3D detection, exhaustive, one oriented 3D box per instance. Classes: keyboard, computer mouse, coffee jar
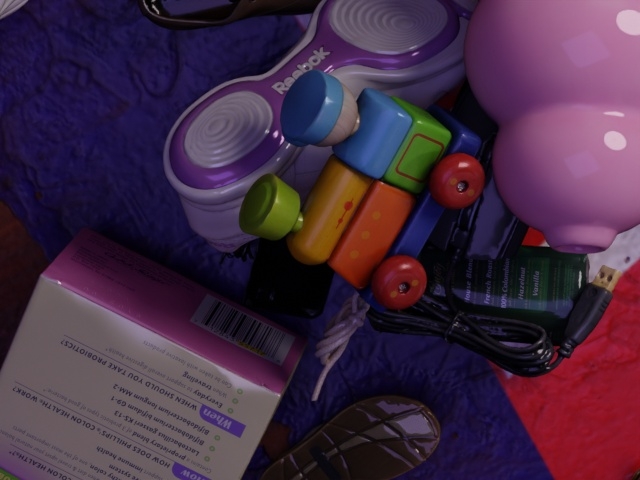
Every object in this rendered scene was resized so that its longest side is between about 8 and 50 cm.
[{"bbox_3d":[-0.024,-0.033,1.519,0.100,0.038,0.192,11,104,-19],"label":"keyboard"},{"bbox_3d":[0.157,-0.027,1.410,0.184,0.060,0.262,25,77,13],"label":"computer mouse"},{"bbox_3d":[0.123,0.041,1.475,0.184,0.096,0.079,4,80,6],"label":"coffee jar"}]

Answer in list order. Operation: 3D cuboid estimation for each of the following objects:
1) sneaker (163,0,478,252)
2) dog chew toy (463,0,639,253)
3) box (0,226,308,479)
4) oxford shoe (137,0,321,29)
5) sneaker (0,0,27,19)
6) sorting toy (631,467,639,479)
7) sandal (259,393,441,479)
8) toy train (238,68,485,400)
[{"bbox_3d":[0.011,-0.103,1.443,0.305,0.152,0.114,-33,59,-14],"label":"sneaker"},{"bbox_3d":[0.194,-0.156,1.334,0.207,0.206,0.331,2,81,7],"label":"dog chew toy"},{"bbox_3d":[-0.161,0.151,1.511,0.214,0.117,0.243,26,113,1],"label":"box"},{"bbox_3d":[-0.037,-0.211,1.442,0.227,0.096,0.082,-19,98,10],"label":"oxford shoe"},{"bbox_3d":[-0.325,-0.165,1.478,0.090,0.115,0.232,38,105,-2],"label":"sneaker"},{"bbox_3d":[0.294,0.186,1.515,0.102,0.061,0.042,-45,59,7],"label":"sorting toy"},{"bbox_3d":[0.025,0.179,1.550,0.180,0.049,0.072,-33,91,28],"label":"sandal"},{"bbox_3d":[0.000,0.000,1.340,0.143,0.105,0.248,22,106,-30],"label":"toy train"}]
